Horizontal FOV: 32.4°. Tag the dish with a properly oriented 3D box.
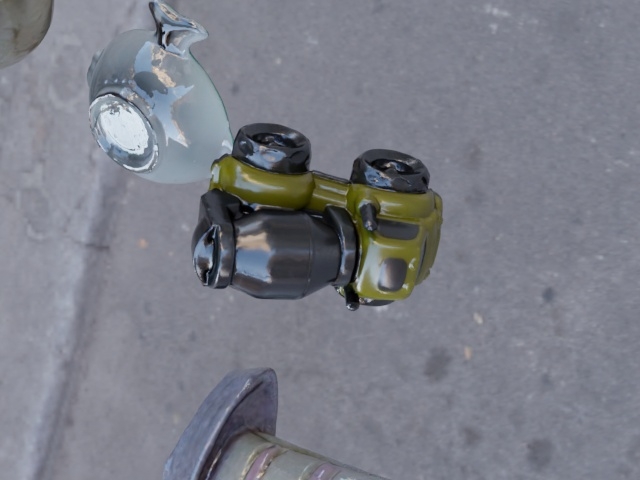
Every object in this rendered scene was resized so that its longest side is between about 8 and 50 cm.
[{"bbox_3d":[-0.201,-0.149,1.267,0.224,0.078,0.246,33,136,16],"label":"dish"}]

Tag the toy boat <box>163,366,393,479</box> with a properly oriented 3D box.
[{"bbox_3d":[-0.070,0.305,1.211,0.293,0.111,0.276,37,99,45],"label":"toy boat"}]

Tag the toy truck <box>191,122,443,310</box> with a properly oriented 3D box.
[{"bbox_3d":[0.000,0.000,0.973,0.165,0.224,0.147,-96,16,-63],"label":"toy truck"}]

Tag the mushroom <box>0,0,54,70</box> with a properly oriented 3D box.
[{"bbox_3d":[-0.362,-0.215,0.951,0.243,0.243,0.243,1,92,44],"label":"mushroom"}]
